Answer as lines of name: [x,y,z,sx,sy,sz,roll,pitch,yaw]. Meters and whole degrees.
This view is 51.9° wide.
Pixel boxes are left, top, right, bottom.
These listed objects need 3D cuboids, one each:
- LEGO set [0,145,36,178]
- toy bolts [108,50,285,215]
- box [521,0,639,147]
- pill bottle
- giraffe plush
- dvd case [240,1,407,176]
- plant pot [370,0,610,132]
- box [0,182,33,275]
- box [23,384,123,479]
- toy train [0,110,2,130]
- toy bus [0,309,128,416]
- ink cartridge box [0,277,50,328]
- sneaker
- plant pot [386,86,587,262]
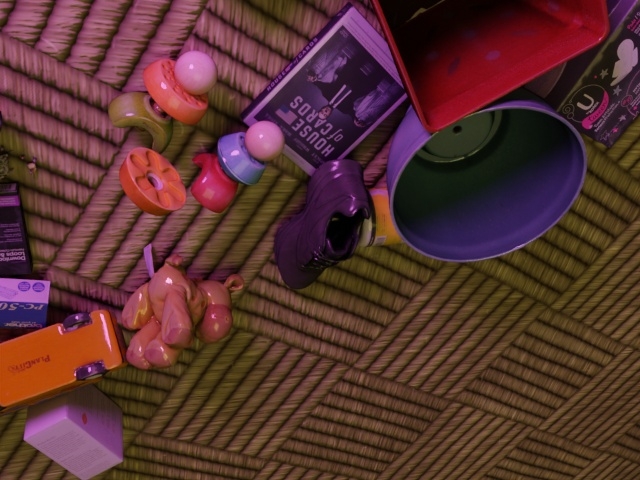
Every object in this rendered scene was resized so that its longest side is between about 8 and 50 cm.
LEGO set: [-0.461,-0.112,0.966,0.083,0.023,0.054,-7,127,-13]
toy bolts: [-0.159,-0.135,0.936,0.159,0.218,0.229,-33,137,25]
box: [0.447,-0.305,1.033,0.142,0.163,0.247,21,116,-26]
pill bottle: [0.149,-0.046,1.165,0.184,0.103,0.103,-5,127,-15]
giraffe plush: [-0.225,0.121,1.141,0.182,0.210,0.171,-16,158,40]
dvd case: [0.019,-0.224,1.038,0.239,0.029,0.179,-43,126,14]
plant pot: [0.174,-0.353,0.860,0.267,0.235,0.267,-29,130,4]
box: [-0.517,-0.013,1.018,0.116,0.029,0.162,-4,128,-15]
box: [-0.458,0.345,1.238,0.091,0.130,0.170,-28,128,4]
toy train: [-0.576,-0.148,0.797,0.334,0.142,0.190,9,131,-50]
toy bus: [-0.496,0.224,1.126,0.333,0.108,0.130,-19,166,-4]
ink cartridge box: [-0.551,0.100,1.062,0.207,0.046,0.097,5,145,-22]
sneaker: [0.000,0.000,1.120,0.109,0.130,0.286,2,137,-24]
plant pot: [0.233,-0.135,1.034,0.293,0.196,0.293,-5,133,-6]
